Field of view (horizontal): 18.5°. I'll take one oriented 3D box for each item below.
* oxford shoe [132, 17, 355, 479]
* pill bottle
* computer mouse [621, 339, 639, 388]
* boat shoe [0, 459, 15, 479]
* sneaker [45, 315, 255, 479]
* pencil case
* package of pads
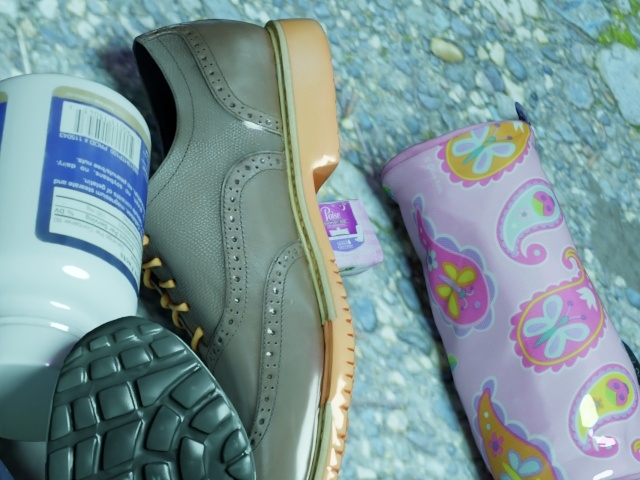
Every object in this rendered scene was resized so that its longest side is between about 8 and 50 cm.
[{"bbox_3d":[-0.056,0.032,1.198,0.132,0.130,0.364,2,64,-13],"label":"oxford shoe"},{"bbox_3d":[-0.155,0.011,1.090,0.112,0.112,0.187,27,48,-31],"label":"pill bottle"},{"bbox_3d":[0.220,0.181,1.422,0.071,0.041,0.242,7,66,-45],"label":"computer mouse"},{"bbox_3d":[-0.239,0.081,0.975,0.341,0.127,0.158,62,5,28],"label":"boat shoe"},{"bbox_3d":[-0.074,0.175,1.044,0.107,0.124,0.283,-20,97,-7],"label":"sneaker"},{"bbox_3d":[0.139,0.054,1.356,0.124,0.124,0.284,-1,64,-46],"label":"pencil case"},{"bbox_3d":[0.000,0.000,1.318,0.083,0.032,0.050,-8,72,-48],"label":"package of pads"}]
